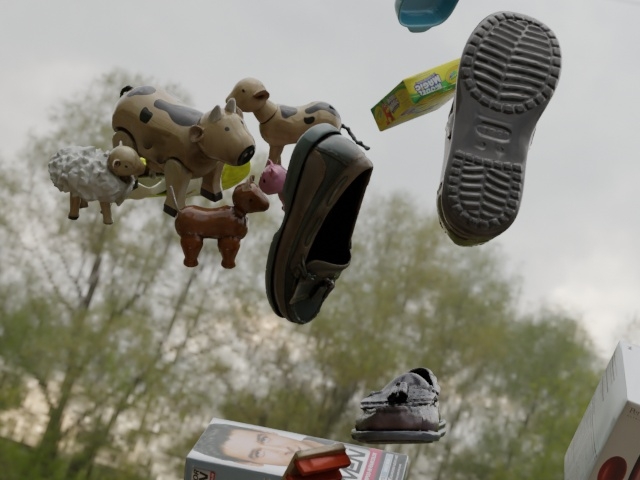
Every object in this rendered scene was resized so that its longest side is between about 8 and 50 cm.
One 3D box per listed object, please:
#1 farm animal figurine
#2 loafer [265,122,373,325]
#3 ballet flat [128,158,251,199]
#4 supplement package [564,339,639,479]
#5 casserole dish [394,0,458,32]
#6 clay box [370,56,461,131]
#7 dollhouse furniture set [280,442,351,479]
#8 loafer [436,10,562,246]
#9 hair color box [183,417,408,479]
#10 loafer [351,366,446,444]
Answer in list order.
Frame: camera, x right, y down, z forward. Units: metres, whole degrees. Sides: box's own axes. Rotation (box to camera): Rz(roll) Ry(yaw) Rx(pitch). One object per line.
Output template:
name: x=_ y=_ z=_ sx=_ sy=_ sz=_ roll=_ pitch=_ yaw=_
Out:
farm animal figurine: x=-0.137 y=-0.126 z=1.562 sx=0.327 sy=0.330 sz=0.172 roll=17 pitch=-57 yaw=17
loafer: x=0.000 y=0.000 z=1.357 sx=0.084 sy=0.096 sz=0.267 roll=33 pitch=-47 yaw=29
ballet flat: x=-0.216 y=-0.090 z=1.772 sx=0.231 sy=0.077 sz=0.077 roll=-4 pitch=-64 yaw=19
supplement package: x=0.439 y=0.274 z=1.549 sx=0.194 sy=0.149 sz=0.203 roll=18 pitch=-63 yaw=1
casserole dish: x=0.172 y=-0.399 z=1.813 sx=0.114 sy=0.037 sz=0.188 roll=-8 pitch=-43 yaw=-36
clay box: x=0.181 y=-0.257 z=2.095 sx=0.127 sy=0.053 sz=0.222 roll=-23 pitch=-4 yaw=-17
dollhouse furniture set: x=0.028 y=0.376 z=1.364 sx=0.262 sy=0.259 sz=0.135 roll=-4 pitch=-43 yaw=-35
loafer: x=0.218 y=-0.148 z=1.601 sx=0.134 sy=0.366 sz=0.130 roll=22 pitch=-27 yaw=-1
hair color box: x=-0.043 y=0.434 z=2.159 sx=0.374 sy=0.113 sz=0.185 roll=9 pitch=15 yaw=8
loafer: x=0.100 y=0.202 z=1.494 sx=0.109 sy=0.095 sz=0.302 roll=-1 pitch=-7 yaw=11
